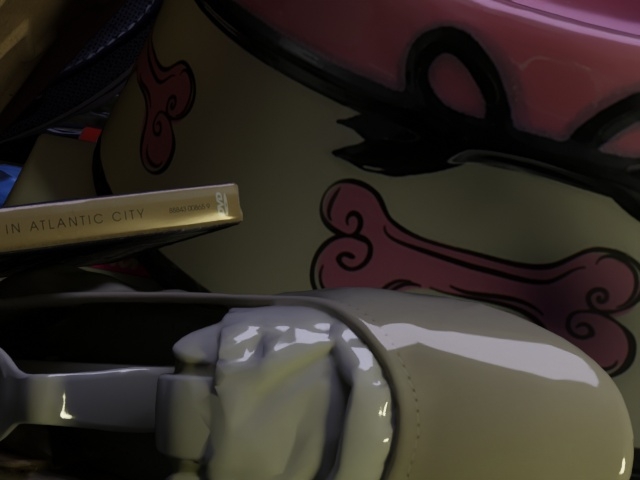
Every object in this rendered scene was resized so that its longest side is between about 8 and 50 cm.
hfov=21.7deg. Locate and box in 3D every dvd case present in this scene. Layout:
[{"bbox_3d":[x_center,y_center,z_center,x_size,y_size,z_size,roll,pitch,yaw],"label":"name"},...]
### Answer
[{"bbox_3d":[-0.155,0.008,0.550,0.221,0.018,0.164,-8,-2,-21],"label":"dvd case"}]

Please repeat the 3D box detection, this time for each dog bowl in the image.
[{"bbox_3d":[0.114,-0.071,0.727,0.408,0.150,0.408,10,26,-5],"label":"dog bowl"}]

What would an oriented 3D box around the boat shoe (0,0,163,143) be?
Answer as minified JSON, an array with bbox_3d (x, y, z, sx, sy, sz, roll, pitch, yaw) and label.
[{"bbox_3d":[-0.230,-0.109,1.034,0.340,0.127,0.158,-29,5,-6],"label":"boat shoe"}]

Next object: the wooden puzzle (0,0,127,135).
[{"bbox_3d":[-0.130,-0.125,0.686,0.080,0.322,0.348,42,-10,-4],"label":"wooden puzzle"}]

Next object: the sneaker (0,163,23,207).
[{"bbox_3d":[-0.220,-0.007,0.954,0.209,0.069,0.082,9,19,-29],"label":"sneaker"}]

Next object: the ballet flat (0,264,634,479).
[{"bbox_3d":[-0.036,0.049,0.469,0.248,0.086,0.086,2,-2,40],"label":"ballet flat"}]

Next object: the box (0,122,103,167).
[{"bbox_3d":[-0.105,-0.029,1.295,0.318,0.097,0.395,10,4,29],"label":"box"}]

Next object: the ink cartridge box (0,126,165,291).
[{"bbox_3d":[0.000,0.000,0.773,0.275,0.060,0.239,11,30,-1],"label":"ink cartridge box"}]
